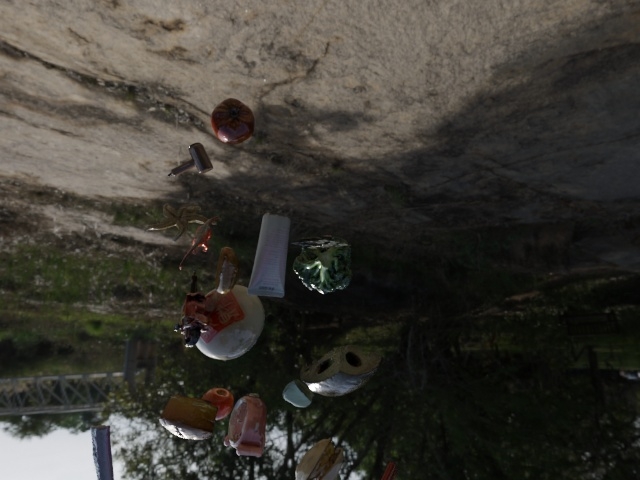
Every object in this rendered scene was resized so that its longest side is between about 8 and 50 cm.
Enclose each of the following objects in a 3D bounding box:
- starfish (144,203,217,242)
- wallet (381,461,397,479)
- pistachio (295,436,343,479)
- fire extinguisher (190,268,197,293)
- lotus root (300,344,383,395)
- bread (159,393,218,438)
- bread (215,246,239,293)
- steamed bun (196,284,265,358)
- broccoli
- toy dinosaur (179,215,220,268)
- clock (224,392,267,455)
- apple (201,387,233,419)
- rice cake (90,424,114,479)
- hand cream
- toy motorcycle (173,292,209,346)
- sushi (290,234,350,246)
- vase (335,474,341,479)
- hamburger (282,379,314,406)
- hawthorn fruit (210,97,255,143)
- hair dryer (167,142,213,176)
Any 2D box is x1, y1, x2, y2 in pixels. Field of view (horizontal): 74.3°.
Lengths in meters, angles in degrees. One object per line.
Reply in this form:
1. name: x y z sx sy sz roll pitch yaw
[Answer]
1. starfish: -0.561 -0.084 1.685 0.278 0.235 0.062 -11 131 -20
2. wallet: 0.298 1.147 1.960 0.045 0.204 0.142 16 141 29
3. pistachio: 0.000 0.891 1.669 0.157 0.229 0.157 35 -174 -4
4. fire extinguisher: -0.623 0.226 2.090 0.035 0.173 0.049 -4 169 34
5. lotus root: 0.066 0.473 1.459 0.210 0.141 0.314 27 138 -11
6. bread: -0.488 0.664 1.586 0.196 0.142 0.269 13 155 4
7. bread: -0.338 0.111 1.542 0.078 0.189 0.114 9 -156 -21
8. steamed bun: -0.463 0.373 2.036 0.375 0.374 0.241 -10 140 24
9. broccoli: 0.026 0.113 2.101 0.308 0.307 0.275 -1 160 -6
10. toy dinosaur: -0.394 0.004 1.379 0.056 0.279 0.101 15 137 -4
11. clock: -0.309 0.805 1.873 0.143 0.241 0.227 19 159 -26
12. apple: -0.511 0.804 2.090 0.164 0.139 0.163 26 -165 -7
13. rice cake: -0.679 0.687 1.325 0.049 0.269 0.055 17 -160 38
14. hand cream: -0.208 0.060 1.807 0.186 0.358 0.118 12 174 -41
15. toy motorcycle: -0.550 0.323 1.821 0.089 0.171 0.298 34 -171 -33
16. sushi: 0.000 0.000 1.621 0.201 0.031 0.139 -5 167 39
17. vase: 0.011 1.102 1.788 0.128 0.128 0.248 -9 -159 21
18. hamburger: -0.091 0.570 1.569 0.084 0.054 0.121 -33 112 17
19. hawthorn fruit: -0.249 -0.329 1.180 0.125 0.125 0.140 9 -177 -36
20. hair dryer: -0.530 -0.302 1.680 0.182 0.117 0.064 -25 -176 3
